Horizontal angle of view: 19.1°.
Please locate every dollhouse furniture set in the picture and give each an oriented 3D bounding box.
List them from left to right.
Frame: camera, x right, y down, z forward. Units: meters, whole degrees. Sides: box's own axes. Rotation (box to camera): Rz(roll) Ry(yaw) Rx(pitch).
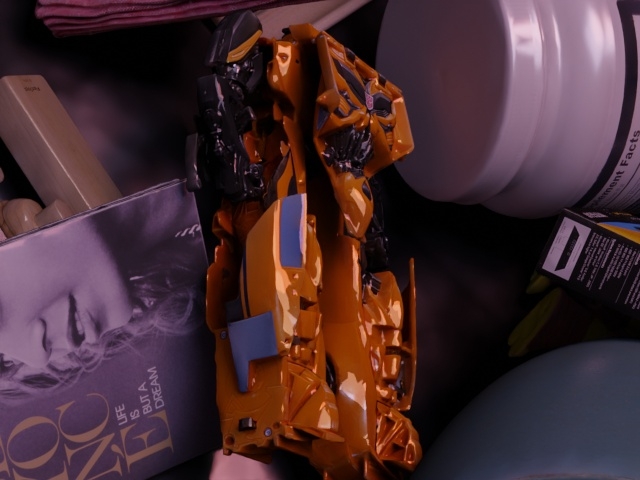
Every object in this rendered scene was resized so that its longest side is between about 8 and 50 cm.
[{"bbox_3d":[-0.221,-0.026,1.130,0.144,0.123,0.151,56,20,6],"label":"dollhouse furniture set"}]

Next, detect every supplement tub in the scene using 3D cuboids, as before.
[{"bbox_3d":[0.194,-0.111,1.293,0.272,0.191,0.191,-1,67,-29],"label":"supplement tub"}]

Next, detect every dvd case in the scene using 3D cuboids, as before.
[{"bbox_3d":[-0.149,0.074,1.076,0.221,0.018,0.164,-21,109,-34],"label":"dvd case"}]

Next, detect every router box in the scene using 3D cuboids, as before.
[{"bbox_3d":[0.215,0.026,1.154,0.133,0.046,0.179,26,9,16],"label":"router box"}]

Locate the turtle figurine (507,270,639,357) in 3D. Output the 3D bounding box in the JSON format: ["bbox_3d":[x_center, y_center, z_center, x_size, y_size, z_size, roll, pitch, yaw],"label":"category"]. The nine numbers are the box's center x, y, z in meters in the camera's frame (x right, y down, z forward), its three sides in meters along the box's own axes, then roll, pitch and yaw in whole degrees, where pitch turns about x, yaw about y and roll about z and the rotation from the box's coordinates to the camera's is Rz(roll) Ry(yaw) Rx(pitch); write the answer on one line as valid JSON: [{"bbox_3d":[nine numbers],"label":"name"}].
[{"bbox_3d":[0.233,0.098,1.275,0.217,0.087,0.269,34,55,-10],"label":"turtle figurine"}]

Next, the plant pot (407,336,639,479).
[{"bbox_3d":[0.171,0.192,1.085,0.293,0.293,0.235,39,30,-7],"label":"plant pot"}]

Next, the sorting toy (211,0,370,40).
[{"bbox_3d":[-0.039,-0.242,1.327,0.193,0.038,0.208,-37,87,-36],"label":"sorting toy"}]

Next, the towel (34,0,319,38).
[{"bbox_3d":[-0.069,-0.298,1.207,0.037,0.237,0.329,32,55,-65],"label":"towel"}]

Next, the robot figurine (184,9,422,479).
[{"bbox_3d":[0.000,0.000,1.161,0.211,0.085,0.291,29,55,-55],"label":"robot figurine"}]
